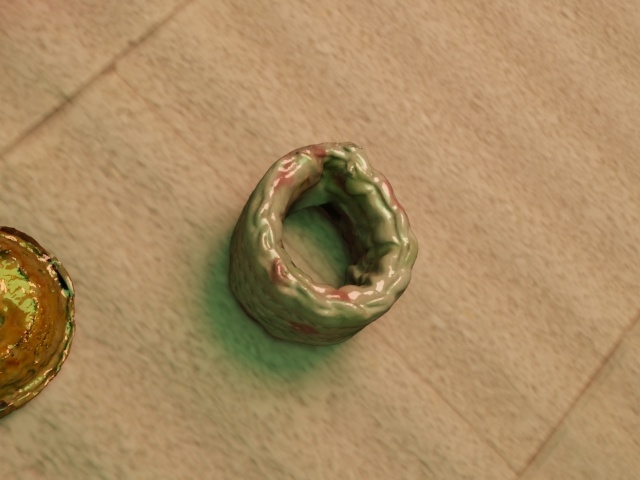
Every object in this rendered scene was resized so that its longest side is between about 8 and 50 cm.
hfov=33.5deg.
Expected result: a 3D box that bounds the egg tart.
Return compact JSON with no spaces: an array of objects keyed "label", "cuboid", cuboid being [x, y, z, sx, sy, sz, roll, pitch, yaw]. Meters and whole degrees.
[{"label":"egg tart","cuboid":[-0.340,0.075,1.040,0.212,0.090,0.212,7,72,-21]}]

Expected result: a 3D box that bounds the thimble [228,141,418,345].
[{"label":"thimble","cuboid":[0.000,0.000,1.143,0.185,0.149,0.211,10,71,-13]}]
